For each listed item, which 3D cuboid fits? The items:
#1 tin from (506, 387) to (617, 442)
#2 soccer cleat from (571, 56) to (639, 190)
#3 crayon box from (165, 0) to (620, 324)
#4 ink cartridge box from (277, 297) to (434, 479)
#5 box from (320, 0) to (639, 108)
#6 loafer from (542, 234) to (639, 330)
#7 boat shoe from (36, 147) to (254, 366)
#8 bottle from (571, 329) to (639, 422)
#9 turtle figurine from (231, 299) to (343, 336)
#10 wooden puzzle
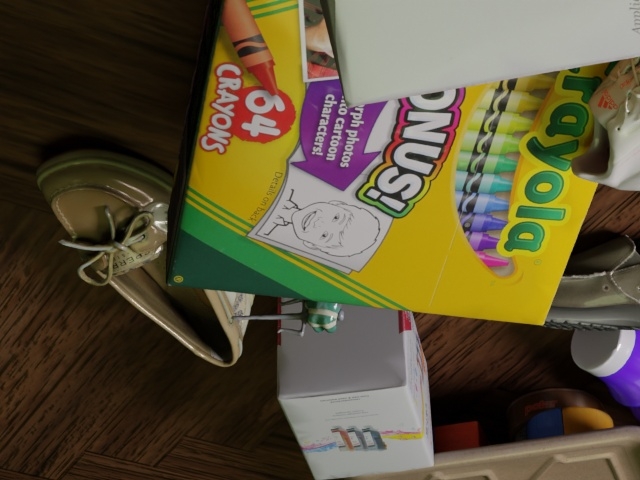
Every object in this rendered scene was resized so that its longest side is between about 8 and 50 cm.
[{"bbox_3d":[0.270,0.220,2.005,0.106,0.040,0.189,-11,145,22],"label":"tin"},{"bbox_3d":[0.232,-0.110,1.293,0.076,0.068,0.196,0,134,-11],"label":"soccer cleat"},{"bbox_3d":[0.063,-0.109,1.386,0.313,0.106,0.363,7,131,-9],"label":"crayon box"},{"bbox_3d":[0.036,0.137,1.795,0.127,0.128,0.176,-7,146,8],"label":"ink cartridge box"},{"bbox_3d":[0.162,-0.223,1.116,0.345,0.215,0.168,-10,117,0],"label":"box"},{"bbox_3d":[0.274,0.040,1.713,0.251,0.087,0.094,3,173,14],"label":"loafer"},{"bbox_3d":[-0.148,0.015,1.646,0.105,0.089,0.285,-21,140,28],"label":"boat shoe"},{"bbox_3d":[0.371,0.147,1.846,0.283,0.092,0.118,27,138,-34],"label":"bottle"},{"bbox_3d":[0.000,0.000,1.586,0.234,0.175,0.118,6,128,-23],"label":"turtle figurine"},{"bbox_3d":[0.219,0.263,1.958,0.348,0.080,0.322,-6,151,17],"label":"wooden puzzle"}]
